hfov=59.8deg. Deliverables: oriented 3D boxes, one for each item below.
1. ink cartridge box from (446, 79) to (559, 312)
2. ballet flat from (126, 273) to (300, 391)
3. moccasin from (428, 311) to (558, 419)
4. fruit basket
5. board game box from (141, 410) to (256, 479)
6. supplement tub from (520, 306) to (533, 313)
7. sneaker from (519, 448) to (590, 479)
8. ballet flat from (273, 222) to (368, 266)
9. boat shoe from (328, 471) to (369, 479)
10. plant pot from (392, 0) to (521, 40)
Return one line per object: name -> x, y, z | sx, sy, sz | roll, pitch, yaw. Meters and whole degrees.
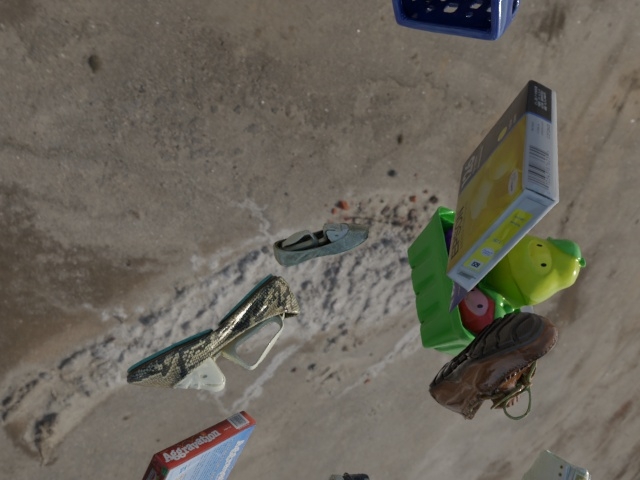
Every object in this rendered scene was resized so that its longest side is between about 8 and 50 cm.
ink cartridge box -> 0.290, -0.076, 0.964 | 0.307, 0.072, 0.303 | -58, -171, 47
ballet flat -> -0.243, 0.269, 1.431 | 0.483, 0.182, 0.164 | -33, 172, -29
moccasin -> 0.335, 0.256, 1.057 | 0.139, 0.147, 0.380 | -41, 165, -37
fruit basket -> 0.425, 0.087, 1.360 | 0.283, 0.392, 0.391 | 20, 108, -31
board game box -> -0.181, 0.332, 0.649 | 0.145, 0.027, 0.281 | -3, 125, -59
supplement tub -> 0.485, 0.201, 1.546 | 0.106, 0.198, 0.105 | 10, 74, -36
sneaker -> 0.513, 0.557, 1.160 | 0.108, 0.292, 0.169 | 27, 98, -14
ballet flat -> 0.000, 0.000, 0.941 | 0.169, 0.057, 0.052 | -20, 129, 2
boat shoe -> 0.075, 0.490, 0.876 | 0.079, 0.254, 0.095 | 2, 125, -18
plant pot -> 0.274, -0.535, 1.024 | 0.212, 0.236, 0.235 | -46, 142, -25
